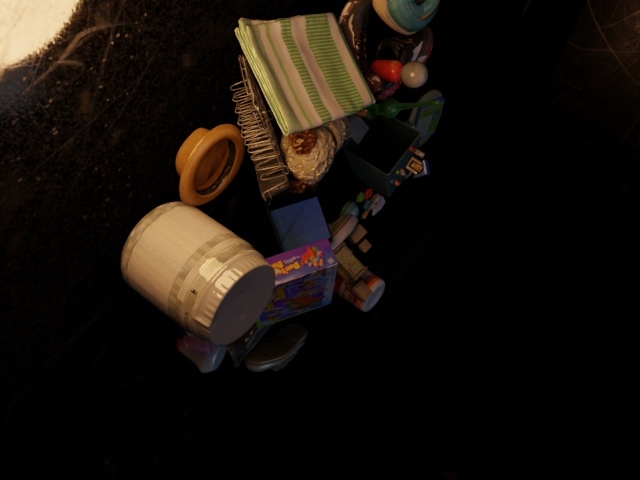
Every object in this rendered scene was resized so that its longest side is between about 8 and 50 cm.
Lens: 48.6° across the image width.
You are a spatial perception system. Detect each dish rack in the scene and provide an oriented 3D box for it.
[{"bbox_3d":[-0.133,-0.239,1.472,0.074,0.208,0.271,-19,142,1],"label":"dish rack"}]

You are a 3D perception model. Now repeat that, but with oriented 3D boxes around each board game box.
[{"bbox_3d":[-0.083,0.125,1.928,0.233,0.078,0.347,-19,160,-9],"label":"board game box"}]

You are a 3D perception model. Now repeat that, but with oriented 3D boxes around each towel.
[{"bbox_3d":[-0.022,-0.365,1.498,0.038,0.248,0.325,-24,-178,40],"label":"towel"}]

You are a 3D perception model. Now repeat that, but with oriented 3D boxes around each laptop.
[{"bbox_3d":[-0.020,-0.111,1.895,0.234,0.136,0.264,-23,148,-54],"label":"laptop"}]

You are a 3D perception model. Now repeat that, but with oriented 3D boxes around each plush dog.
[{"bbox_3d":[-0.014,-0.226,1.601,0.262,0.210,0.225,83,18,-52],"label":"plush dog"}]

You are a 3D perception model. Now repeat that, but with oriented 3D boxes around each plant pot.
[{"bbox_3d":[0.191,-0.241,2.129,0.165,0.165,0.234,-52,159,-13],"label":"plant pot"}]

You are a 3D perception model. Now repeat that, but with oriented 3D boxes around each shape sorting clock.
[{"bbox_3d":[0.345,-0.406,2.367,0.206,0.040,0.206,-39,150,-29],"label":"shape sorting clock"}]

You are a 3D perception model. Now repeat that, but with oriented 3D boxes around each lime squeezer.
[{"bbox_3d":[0.187,-0.381,1.995,0.310,0.059,0.110,-9,169,-33],"label":"lime squeezer"}]

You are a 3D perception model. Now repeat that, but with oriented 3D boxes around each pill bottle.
[{"bbox_3d":[0.090,0.126,2.306,0.121,0.221,0.121,-44,154,-28],"label":"pill bottle"}]

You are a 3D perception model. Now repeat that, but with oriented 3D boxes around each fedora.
[{"bbox_3d":[-0.242,-0.167,1.471,0.194,0.079,0.194,-44,156,-25],"label":"fedora"}]

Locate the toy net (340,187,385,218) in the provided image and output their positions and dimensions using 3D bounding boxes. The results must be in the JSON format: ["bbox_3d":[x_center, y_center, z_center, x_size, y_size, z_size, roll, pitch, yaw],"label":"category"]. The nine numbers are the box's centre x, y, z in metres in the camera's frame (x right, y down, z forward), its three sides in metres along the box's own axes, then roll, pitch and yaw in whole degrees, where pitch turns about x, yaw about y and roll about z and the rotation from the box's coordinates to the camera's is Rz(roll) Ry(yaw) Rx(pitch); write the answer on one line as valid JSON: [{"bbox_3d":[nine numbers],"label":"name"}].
[{"bbox_3d":[0.150,-0.129,2.336,0.232,0.045,0.122,-20,135,-57],"label":"toy net"}]

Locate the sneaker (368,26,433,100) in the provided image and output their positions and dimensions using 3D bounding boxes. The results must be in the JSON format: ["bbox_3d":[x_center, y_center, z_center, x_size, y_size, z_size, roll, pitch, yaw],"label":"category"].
[{"bbox_3d":[0.218,-0.506,1.920,0.276,0.097,0.135,-47,157,-20],"label":"sneaker"}]

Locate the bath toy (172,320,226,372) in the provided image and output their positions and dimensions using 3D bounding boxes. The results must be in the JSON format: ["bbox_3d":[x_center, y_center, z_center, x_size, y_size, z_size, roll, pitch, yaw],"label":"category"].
[{"bbox_3d":[-0.311,0.195,1.737,0.348,0.129,0.151,89,21,-53],"label":"bath toy"}]

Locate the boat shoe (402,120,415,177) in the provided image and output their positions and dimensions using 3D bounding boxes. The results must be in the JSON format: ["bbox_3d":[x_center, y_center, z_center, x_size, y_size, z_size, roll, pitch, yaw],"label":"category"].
[{"bbox_3d":[0.262,-0.286,2.321,0.070,0.077,0.219,-41,144,-35],"label":"boat shoe"}]

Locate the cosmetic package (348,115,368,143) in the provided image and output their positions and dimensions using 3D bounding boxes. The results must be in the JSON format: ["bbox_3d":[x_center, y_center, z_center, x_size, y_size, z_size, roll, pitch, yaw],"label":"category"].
[{"bbox_3d":[0.089,-0.318,1.976,0.060,0.041,0.115,-56,157,0],"label":"cosmetic package"}]

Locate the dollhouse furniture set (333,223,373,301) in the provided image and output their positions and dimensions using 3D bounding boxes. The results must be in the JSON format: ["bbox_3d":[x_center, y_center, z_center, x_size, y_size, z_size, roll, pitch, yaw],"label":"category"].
[{"bbox_3d":[0.134,0.063,2.175,0.161,0.182,0.101,-44,-178,-23],"label":"dollhouse furniture set"}]

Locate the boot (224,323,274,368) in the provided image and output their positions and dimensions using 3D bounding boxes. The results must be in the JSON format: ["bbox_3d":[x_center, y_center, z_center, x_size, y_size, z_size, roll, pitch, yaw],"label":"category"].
[{"bbox_3d":[-0.205,0.272,2.100,0.208,0.076,0.190,-43,168,-14],"label":"boot"}]

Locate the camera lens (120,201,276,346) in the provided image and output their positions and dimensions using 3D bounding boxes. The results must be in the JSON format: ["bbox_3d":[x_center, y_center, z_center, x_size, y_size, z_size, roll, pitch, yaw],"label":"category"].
[{"bbox_3d":[-0.259,0.063,1.479,0.219,0.274,0.219,-44,153,-29],"label":"camera lens"}]

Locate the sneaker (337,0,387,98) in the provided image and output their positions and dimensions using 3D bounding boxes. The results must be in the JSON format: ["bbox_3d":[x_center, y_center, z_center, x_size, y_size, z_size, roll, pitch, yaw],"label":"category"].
[{"bbox_3d":[0.106,-0.436,1.708,0.106,0.162,0.281,-24,140,-52],"label":"sneaker"}]

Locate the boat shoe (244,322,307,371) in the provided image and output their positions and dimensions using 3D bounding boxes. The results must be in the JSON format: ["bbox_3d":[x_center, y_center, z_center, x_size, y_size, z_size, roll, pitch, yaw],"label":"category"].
[{"bbox_3d":[-0.143,0.369,2.294,0.302,0.113,0.103,-20,132,-56],"label":"boat shoe"}]

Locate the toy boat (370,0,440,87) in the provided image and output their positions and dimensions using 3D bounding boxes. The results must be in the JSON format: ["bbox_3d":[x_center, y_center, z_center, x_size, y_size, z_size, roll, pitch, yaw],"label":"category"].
[{"bbox_3d":[0.221,-0.543,1.753,0.267,0.148,0.318,-9,112,-58],"label":"toy boat"}]

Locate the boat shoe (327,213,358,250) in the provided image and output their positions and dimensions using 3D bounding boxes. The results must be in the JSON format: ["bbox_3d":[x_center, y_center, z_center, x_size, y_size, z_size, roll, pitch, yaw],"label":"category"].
[{"bbox_3d":[0.000,0.000,2.127,0.302,0.094,0.109,-44,-178,-34],"label":"boat shoe"}]

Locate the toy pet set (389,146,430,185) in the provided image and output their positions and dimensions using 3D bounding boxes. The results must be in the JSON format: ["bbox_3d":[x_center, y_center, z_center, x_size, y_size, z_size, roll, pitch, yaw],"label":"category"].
[{"bbox_3d":[0.271,-0.201,2.046,0.122,0.065,0.114,-59,163,16],"label":"toy pet set"}]
